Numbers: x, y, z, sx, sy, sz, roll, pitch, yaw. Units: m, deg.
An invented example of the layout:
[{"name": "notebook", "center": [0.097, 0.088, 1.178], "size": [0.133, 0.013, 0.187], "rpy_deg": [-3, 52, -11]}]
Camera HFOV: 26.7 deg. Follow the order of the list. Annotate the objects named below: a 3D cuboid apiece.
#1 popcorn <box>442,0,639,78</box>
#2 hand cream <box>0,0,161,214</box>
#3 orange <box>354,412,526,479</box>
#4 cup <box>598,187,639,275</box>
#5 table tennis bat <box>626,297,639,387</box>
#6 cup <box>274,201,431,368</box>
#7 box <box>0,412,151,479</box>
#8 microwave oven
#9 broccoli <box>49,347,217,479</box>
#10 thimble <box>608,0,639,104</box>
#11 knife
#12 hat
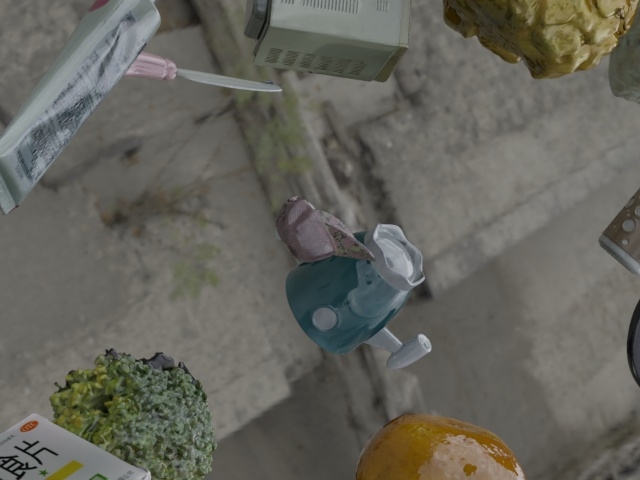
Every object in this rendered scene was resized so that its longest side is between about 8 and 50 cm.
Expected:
[{"name": "popcorn", "center": [0.247, -0.301, 1.553], "size": [0.190, 0.250, 0.250], "rpy_deg": [-40, 107, -24]}, {"name": "hand cream", "center": [-0.289, -0.188, 1.588], "size": [0.340, 0.078, 0.124], "rpy_deg": [-56, 164, -21]}, {"name": "orange", "center": [0.104, 0.227, 1.201], "size": [0.159, 0.159, 0.136], "rpy_deg": [8, 97, -53]}, {"name": "cup", "center": [0.396, -0.005, 1.604], "size": [0.102, 0.099, 0.074], "rpy_deg": [44, 8, 31]}, {"name": "table tennis bat", "center": [0.366, 0.051, 1.292], "size": [0.150, 0.027, 0.236], "rpy_deg": [-2, 108, -18]}, {"name": "cup", "center": [0.061, 0.063, 2.039], "size": [0.299, 0.173, 0.167], "rpy_deg": [49, 30, -7]}, {"name": "box", "center": [-0.348, 0.337, 1.419], "size": [0.333, 0.173, 0.145], "rpy_deg": [-32, 137, -53]}, {"name": "microwave oven", "center": [0.011, -0.324, 1.554], "size": [0.194, 0.145, 0.240], "rpy_deg": [6, 78, -7]}, {"name": "broccoli", "center": [-0.273, 0.295, 1.854], "size": [0.242, 0.273, 0.180], "rpy_deg": [47, 6, -20]}, {"name": "thimble", "center": [0.519, -0.255, 1.697], "size": [0.291, 0.291, 0.195], "rpy_deg": [7, 92, -53]}, {"name": "knife", "center": [-0.199, -0.259, 2.083], "size": [0.336, 0.081, 0.043], "rpy_deg": [5, 109, -28]}, {"name": "hat", "center": [0.001, 0.003, 1.055], "size": [0.087, 0.042, 0.058], "rpy_deg": [34, 7, -29]}]
